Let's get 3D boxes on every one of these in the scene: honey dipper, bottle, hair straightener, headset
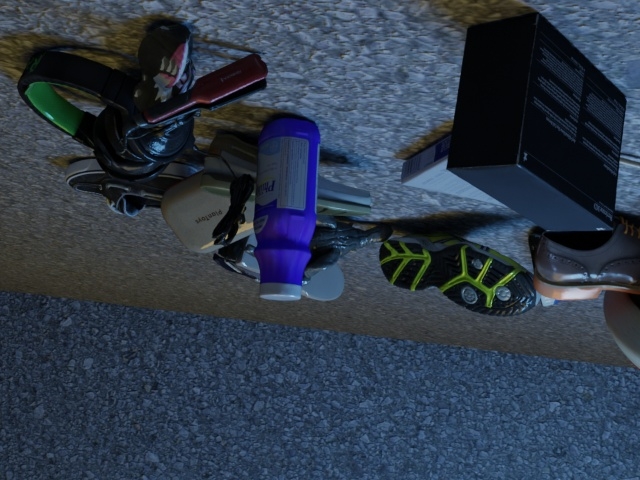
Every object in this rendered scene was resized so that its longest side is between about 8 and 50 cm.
[{"bbox_3d":[0.513,-0.110,1.459,0.160,0.030,0.030,13,166,-7],"label":"honey dipper"},{"bbox_3d":[-0.057,-0.047,1.508,0.092,0.283,0.118,7,169,-22],"label":"bottle"},{"bbox_3d":[-0.175,-0.175,1.296,0.230,0.047,0.089,-32,169,-10],"label":"hair straightener"},{"bbox_3d":[-0.283,-0.144,1.462,0.394,0.185,0.243,25,162,-18],"label":"headset"}]

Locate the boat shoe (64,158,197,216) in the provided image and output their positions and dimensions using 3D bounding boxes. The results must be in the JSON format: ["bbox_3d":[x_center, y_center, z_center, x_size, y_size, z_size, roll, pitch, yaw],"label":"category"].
[{"bbox_3d":[-0.386,-0.099,1.892,0.301,0.102,0.108,3,166,20],"label":"boat shoe"}]

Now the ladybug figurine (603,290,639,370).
[{"bbox_3d":[0.700,0.166,1.753,0.305,0.162,0.449,-18,-156,6],"label":"ladybug figurine"}]

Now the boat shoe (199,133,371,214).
[{"bbox_3d":[-0.050,-0.110,1.632,0.302,0.103,0.113,11,171,-15],"label":"boat shoe"}]

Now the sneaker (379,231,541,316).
[{"bbox_3d":[0.300,0.046,1.959,0.147,0.145,0.384,-23,-151,-38],"label":"sneaker"}]

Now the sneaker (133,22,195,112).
[{"bbox_3d":[-0.204,-0.239,1.294,0.072,0.077,0.178,45,145,2],"label":"sneaker"}]

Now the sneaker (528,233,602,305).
[{"bbox_3d":[0.522,0.054,1.992,0.147,0.130,0.330,-11,165,15],"label":"sneaker"}]

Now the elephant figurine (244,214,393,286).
[{"bbox_3d":[0.000,0.000,2.029,0.239,0.186,0.169,-14,122,35],"label":"elephant figurine"}]

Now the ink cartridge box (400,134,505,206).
[{"bbox_3d":[0.277,-0.113,1.547,0.224,0.045,0.223,12,167,-18],"label":"ink cartridge box"}]

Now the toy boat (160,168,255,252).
[{"bbox_3d":[-0.176,-0.084,1.778,0.231,0.151,0.151,-22,114,27],"label":"toy boat"}]

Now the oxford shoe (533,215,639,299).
[{"bbox_3d":[0.578,0.020,1.751,0.363,0.133,0.130,-9,-149,-2],"label":"oxford shoe"}]

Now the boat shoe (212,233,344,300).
[{"bbox_3d":[-0.108,0.059,2.389,0.340,0.127,0.158,27,165,-32],"label":"boat shoe"}]

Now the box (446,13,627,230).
[{"bbox_3d":[0.274,-0.133,1.168,0.103,0.184,0.261,-4,162,40],"label":"box"}]
